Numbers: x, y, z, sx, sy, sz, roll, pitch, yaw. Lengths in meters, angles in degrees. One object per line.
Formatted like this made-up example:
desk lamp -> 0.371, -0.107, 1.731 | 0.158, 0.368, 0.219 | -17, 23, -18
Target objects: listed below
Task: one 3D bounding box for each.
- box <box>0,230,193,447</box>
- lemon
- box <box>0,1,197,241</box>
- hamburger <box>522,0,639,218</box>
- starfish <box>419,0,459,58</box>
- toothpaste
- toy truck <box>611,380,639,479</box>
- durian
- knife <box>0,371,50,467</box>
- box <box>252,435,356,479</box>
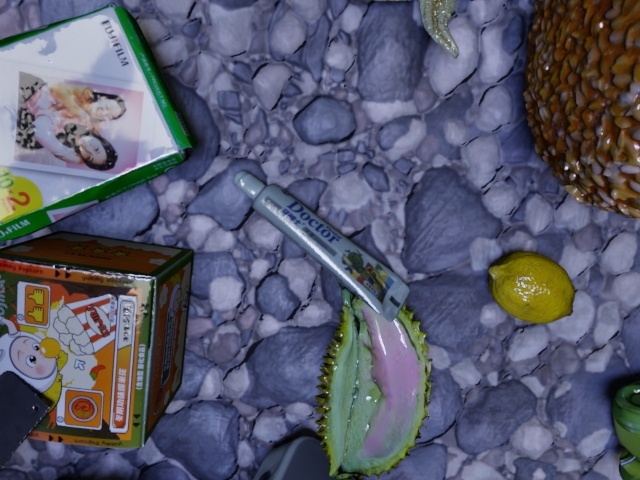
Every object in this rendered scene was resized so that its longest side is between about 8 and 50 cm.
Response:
box -> -0.260, 0.105, 0.534 | 0.177, 0.148, 0.195 | 9, 100, 0
lemon -> 0.248, 0.054, 0.555 | 0.111, 0.082, 0.082 | 28, 100, -5
box -> -0.279, -0.119, 0.495 | 0.250, 0.103, 0.180 | -25, 100, -7
hamburger -> 0.333, -0.177, 0.389 | 0.250, 0.330, 0.330 | 4, 101, 2
starfish -> 0.125, -0.303, 0.502 | 0.223, 0.050, 0.217 | -19, 94, -8
toothpaste -> 0.000, 0.000, 0.557 | 0.255, 0.067, 0.037 | 39, 136, 0
toy truck -> 0.471, 0.238, 0.533 | 0.210, 0.187, 0.148 | -14, 106, 3
durian -> 0.060, 0.166, 0.570 | 0.137, 0.095, 0.220 | 11, 78, -22
knife -> -0.370, 0.241, 0.462 | 0.072, 0.019, 0.245 | 38, 88, 6
box -> 0.018, 0.467, 0.495 | 0.090, 0.367, 0.373 | -35, 99, 32
